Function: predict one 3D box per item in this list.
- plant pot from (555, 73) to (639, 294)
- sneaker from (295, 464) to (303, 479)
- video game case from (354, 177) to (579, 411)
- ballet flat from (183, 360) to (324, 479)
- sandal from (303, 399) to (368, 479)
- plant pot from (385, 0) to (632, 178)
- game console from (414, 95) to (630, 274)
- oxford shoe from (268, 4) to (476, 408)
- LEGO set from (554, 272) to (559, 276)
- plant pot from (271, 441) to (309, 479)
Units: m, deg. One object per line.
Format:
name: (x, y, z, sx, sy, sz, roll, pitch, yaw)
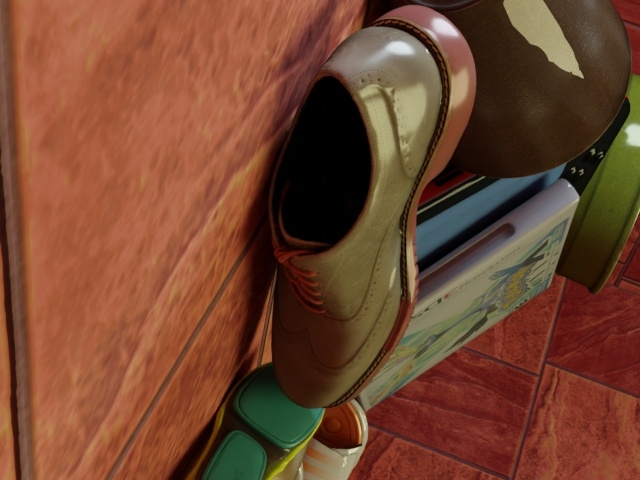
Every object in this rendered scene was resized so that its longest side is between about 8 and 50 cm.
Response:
plant pot: (0.346, -0.144, 1.814, 0.366, 0.352, 0.367, 20, 90, -81)
sneaker: (-0.055, 0.301, 1.243, 0.094, 0.080, 0.212, -81, -174, -67)
video game case: (0.156, 0.077, 1.286, 0.300, 0.036, 0.329, -33, 162, -6)
ballet flat: (-0.064, 0.172, 0.888, 0.077, 0.077, 0.231, -50, 180, 30)
sandal: (-0.018, 0.306, 1.384, 0.076, 0.102, 0.265, -51, 162, -67)
plant pot: (0.142, -0.192, 0.949, 0.230, 0.215, 0.215, 36, 73, -62)
game console: (0.151, -0.003, 1.209, 0.386, 0.060, 0.342, -28, 153, -20)
oxford shoe: (0.000, 0.000, 0.801, 0.130, 0.123, 0.348, -29, 141, -44)
LEGO set: (0.281, 0.010, 2.038, 0.255, 0.331, 0.192, -94, -162, -54)
plant pot: (-0.066, 0.258, 1.025, 0.236, 0.032, 0.236, -63, 180, 1)
